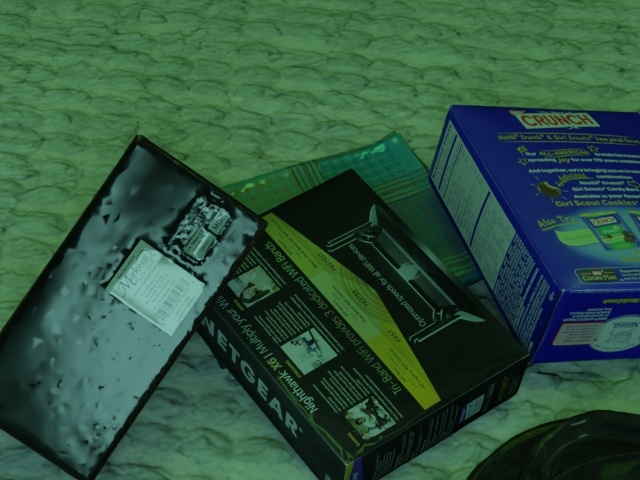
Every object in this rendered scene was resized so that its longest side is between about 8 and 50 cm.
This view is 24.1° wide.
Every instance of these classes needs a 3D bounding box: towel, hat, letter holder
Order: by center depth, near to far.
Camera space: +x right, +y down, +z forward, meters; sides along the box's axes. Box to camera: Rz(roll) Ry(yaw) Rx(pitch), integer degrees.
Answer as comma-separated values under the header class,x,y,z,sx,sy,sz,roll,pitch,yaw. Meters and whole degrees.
class,x,y,z,sx,sy,sz,roll,pitch,yaw
hat,0.284,0.237,1.404,0.331,0.134,0.331,-4,38,3
letter holder,-0.202,0.066,1.502,0.152,0.214,0.301,34,86,-3
towel,0.000,0.000,1.744,0.370,0.040,0.271,-17,45,-22

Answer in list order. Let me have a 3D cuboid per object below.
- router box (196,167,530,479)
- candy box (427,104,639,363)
class,x,y,z,sx,sy,sz,roll,pitch,yaw
router box,0.027,0.091,1.576,0.243,0.081,0.309,-27,58,-26
candy box,0.302,-0.014,1.689,0.268,0.122,0.317,0,42,-23
